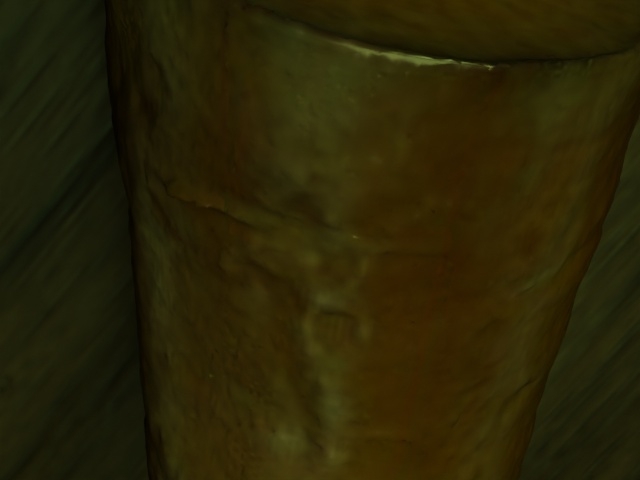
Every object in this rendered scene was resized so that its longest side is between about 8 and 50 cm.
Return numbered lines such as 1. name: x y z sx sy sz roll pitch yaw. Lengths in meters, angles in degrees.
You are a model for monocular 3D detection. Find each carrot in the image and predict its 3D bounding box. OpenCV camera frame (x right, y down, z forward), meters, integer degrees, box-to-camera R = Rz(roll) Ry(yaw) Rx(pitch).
1. carrot: 0.000 0.000 0.662 0.196 0.196 0.254 4 122 -12
